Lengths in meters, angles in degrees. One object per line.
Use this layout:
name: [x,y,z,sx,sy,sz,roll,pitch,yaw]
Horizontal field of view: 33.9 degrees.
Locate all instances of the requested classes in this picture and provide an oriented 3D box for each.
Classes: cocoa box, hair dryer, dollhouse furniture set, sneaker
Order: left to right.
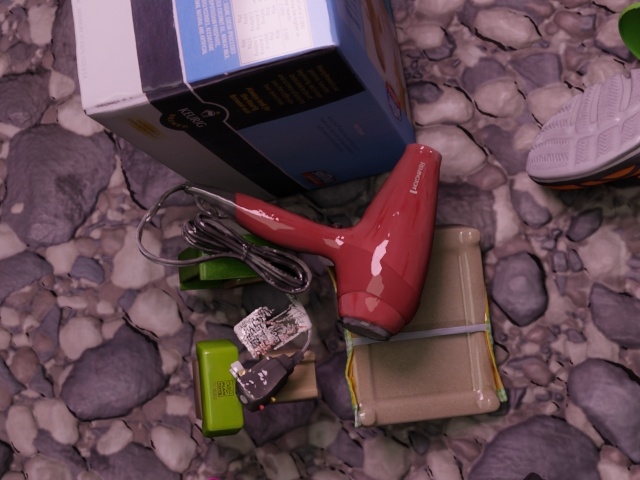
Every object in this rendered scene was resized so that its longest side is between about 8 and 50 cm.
cocoa box: [-0.059,-0.196,1.017,0.228,0.347,0.231,-13,75,14]
hair dryer: [0.000,0.000,0.975,0.294,0.080,0.223,-30,89,-15]
dollhouse furniture set: [0.016,0.092,1.087,0.302,0.151,0.197,-4,83,-13]
sneaker: [0.360,-0.079,0.987,0.321,0.180,0.124,-18,41,46]

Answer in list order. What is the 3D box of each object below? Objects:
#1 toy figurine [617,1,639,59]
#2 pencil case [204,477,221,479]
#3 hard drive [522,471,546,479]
toy figurine: [0.404,-0.236,1.022,0.173,0.130,0.159,34,80,-2]
pencil case: [-0.150,0.358,1.068,0.104,0.104,0.236,37,91,20]
hard drive: [0.269,0.392,0.912,0.339,0.064,0.236,31,111,21]
